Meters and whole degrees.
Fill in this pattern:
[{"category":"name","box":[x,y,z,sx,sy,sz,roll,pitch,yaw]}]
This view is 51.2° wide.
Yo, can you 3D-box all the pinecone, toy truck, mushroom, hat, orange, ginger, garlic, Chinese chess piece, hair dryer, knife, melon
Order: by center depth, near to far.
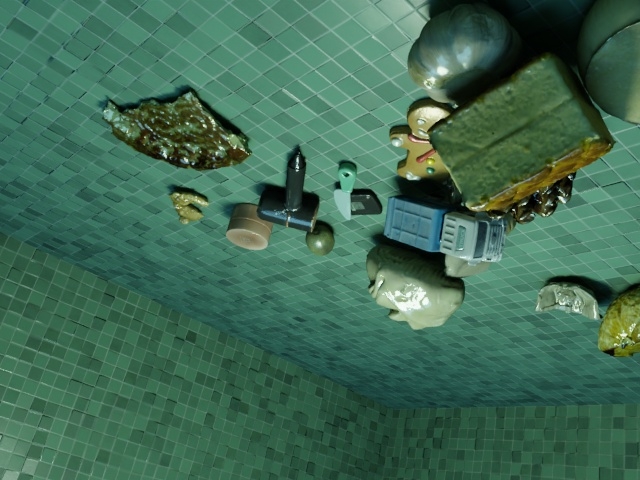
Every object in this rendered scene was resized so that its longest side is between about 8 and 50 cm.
[{"category":"Chinese chess piece","box":[0.642,-0.348,1.208,0.338,0.141,0.338,11,156,5]},{"category":"garlic","box":[0.282,-0.370,1.319,0.227,0.152,0.228,-9,150,-5]},{"category":"pinecone","box":[0.489,-0.157,1.579,0.257,0.244,0.243,-11,162,-22]},{"category":"toy truck","box":[0.330,-0.039,1.843,0.175,0.146,0.367,-4,-166,-35]},{"category":"knife","box":[0.069,-0.139,1.994,0.063,0.035,0.260,14,147,7]},{"category":"mushroom","box":[0.468,0.006,2.012,0.154,0.138,0.407,-2,153,-2]},{"category":"hair dryer","box":[-0.095,-0.165,2.016,0.189,0.107,0.352,14,147,4]},{"category":"orange","box":[1.058,0.250,2.141,0.270,0.210,0.369,2,158,-17]},{"category":"melon","box":[0.000,0.000,2.278,0.098,0.098,0.131,3,156,20]},{"category":"hat","box":[0.862,0.197,2.302,0.214,0.149,0.244,6,-168,28]},{"category":"ginger","box":[-0.460,-0.121,2.312,0.193,0.053,0.176,-17,142,35]}]

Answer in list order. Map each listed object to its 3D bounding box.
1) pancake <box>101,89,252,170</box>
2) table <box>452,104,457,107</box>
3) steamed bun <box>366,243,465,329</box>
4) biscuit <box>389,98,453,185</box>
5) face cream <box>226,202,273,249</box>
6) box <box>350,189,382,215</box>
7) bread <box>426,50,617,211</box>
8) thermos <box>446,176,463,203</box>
[{"category":"pancake","box":[-0.414,-0.310,1.912,0.426,0.067,0.305,1,144,27]},{"category":"table","box":[0.329,-0.338,1.467,0.083,0.062,0.079,2,152,24]},{"category":"steamed bun","box":[0.297,0.170,2.211,0.324,0.220,0.310,13,-163,-11]},{"category":"biscuit","box":[0.280,-0.238,1.715,0.215,0.047,0.340,8,155,8]},{"category":"face cream","box":[-0.240,-0.047,2.290,0.149,0.104,0.149,11,154,5]},{"category":"box","box":[0.121,-0.114,2.066,0.125,0.027,0.126,0,152,25]},{"category":"bread","box":[0.405,-0.203,1.329,0.279,0.207,0.279,-31,167,27]},{"category":"thermos","box":[0.435,-0.143,1.773,0.187,0.073,0.083,-5,124,-7]}]
